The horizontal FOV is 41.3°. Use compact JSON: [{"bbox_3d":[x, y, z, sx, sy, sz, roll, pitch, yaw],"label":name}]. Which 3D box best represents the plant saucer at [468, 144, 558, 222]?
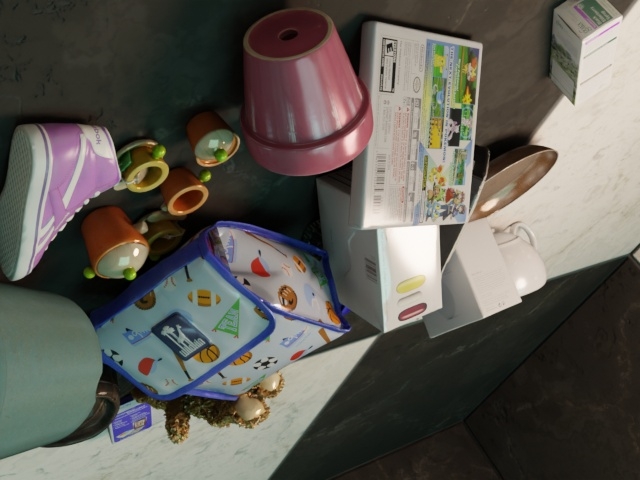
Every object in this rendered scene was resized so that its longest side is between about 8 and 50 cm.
[{"bbox_3d":[0.419,-0.133,2.014,0.310,0.050,0.310,-28,161,-11],"label":"plant saucer"}]

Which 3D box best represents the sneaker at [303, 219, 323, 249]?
[{"bbox_3d":[0.000,0.000,1.807,0.073,0.063,0.162,-31,165,-42],"label":"sneaker"}]

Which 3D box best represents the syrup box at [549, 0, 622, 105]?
[{"bbox_3d":[0.520,-0.379,1.680,0.096,0.093,0.237,-32,154,-2],"label":"syrup box"}]

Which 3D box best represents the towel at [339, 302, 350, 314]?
[{"bbox_3d":[0.142,0.056,1.948,0.308,0.076,0.227,-29,160,-45],"label":"towel"}]

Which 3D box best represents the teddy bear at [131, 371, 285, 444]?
[{"bbox_3d":[-0.236,0.336,1.828,0.338,0.245,0.113,-11,128,13],"label":"teddy bear"}]

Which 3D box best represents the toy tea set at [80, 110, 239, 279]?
[{"bbox_3d":[-0.244,-0.052,1.336,0.200,0.124,0.336,-7,144,-42],"label":"toy tea set"}]

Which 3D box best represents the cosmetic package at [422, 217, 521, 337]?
[{"bbox_3d":[0.335,0.092,2.076,0.138,0.224,0.224,-18,172,-33],"label":"cosmetic package"}]

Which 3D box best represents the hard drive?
[{"bbox_3d":[0.263,-0.024,1.805,0.237,0.064,0.339,-57,170,-66],"label":"hard drive"}]

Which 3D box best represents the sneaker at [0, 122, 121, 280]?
[{"bbox_3d":[-0.372,-0.051,1.225,0.161,0.102,0.282,-13,148,-42],"label":"sneaker"}]

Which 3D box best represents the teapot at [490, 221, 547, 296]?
[{"bbox_3d":[0.489,0.056,2.324,0.252,0.187,0.256,-16,-178,7],"label":"teapot"}]

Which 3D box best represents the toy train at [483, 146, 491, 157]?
[{"bbox_3d":[0.318,-0.154,1.919,0.158,0.027,0.036,-41,150,15],"label":"toy train"}]

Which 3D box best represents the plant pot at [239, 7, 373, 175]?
[{"bbox_3d":[-0.031,-0.224,1.228,0.201,0.201,0.180,-27,138,-12],"label":"plant pot"}]

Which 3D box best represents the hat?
[{"bbox_3d":[-0.482,0.314,1.628,0.331,0.134,0.331,-16,147,-11],"label":"hat"}]

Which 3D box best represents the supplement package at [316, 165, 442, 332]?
[{"bbox_3d":[0.115,0.006,1.642,0.145,0.204,0.262,-21,120,-26],"label":"supplement package"}]

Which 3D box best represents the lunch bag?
[{"bbox_3d":[-0.188,0.135,1.557,0.328,0.239,0.385,-34,147,23],"label":"lunch bag"}]

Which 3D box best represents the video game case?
[{"bbox_3d":[0.167,-0.187,1.447,0.300,0.036,0.329,-4,100,-46],"label":"video game case"}]

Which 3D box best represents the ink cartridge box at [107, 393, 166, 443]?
[{"bbox_3d":[-0.407,0.386,2.009,0.206,0.045,0.208,-21,153,-23],"label":"ink cartridge box"}]

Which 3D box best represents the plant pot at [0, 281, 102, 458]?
[{"bbox_3d":[-0.522,0.195,1.251,0.341,0.341,0.334,-40,161,13],"label":"plant pot"}]
